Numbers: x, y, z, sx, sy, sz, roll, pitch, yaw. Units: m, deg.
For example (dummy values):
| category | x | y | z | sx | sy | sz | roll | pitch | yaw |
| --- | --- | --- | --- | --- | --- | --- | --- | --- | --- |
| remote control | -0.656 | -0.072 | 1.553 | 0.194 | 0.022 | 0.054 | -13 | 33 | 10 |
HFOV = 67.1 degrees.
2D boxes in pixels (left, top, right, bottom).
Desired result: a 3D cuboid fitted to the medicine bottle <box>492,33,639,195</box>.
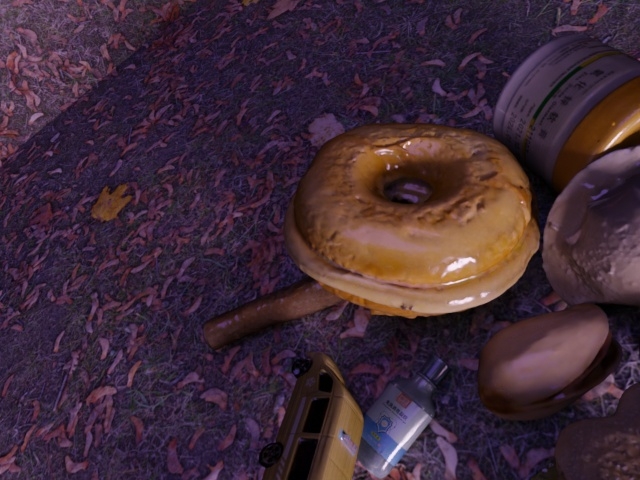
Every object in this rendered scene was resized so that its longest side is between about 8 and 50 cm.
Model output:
| category | x | y | z | sx | sy | sz | roll | pitch | yaw |
| --- | --- | --- | --- | --- | --- | --- | --- | --- | --- |
| medicine bottle | 0.458 | -0.197 | 0.824 | 0.238 | 0.238 | 0.232 | -34 | 50 | 2 |

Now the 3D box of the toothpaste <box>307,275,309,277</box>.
| category | x | y | z | sx | sy | sz | roll | pitch | yaw |
| --- | --- | --- | --- | --- | --- | --- | --- | --- | --- |
| toothpaste | 0.000 | 0.000 | 1.049 | 0.071 | 0.045 | 0.193 | -14 | 60 | 18 |

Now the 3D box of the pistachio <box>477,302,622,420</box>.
| category | x | y | z | sx | sy | sz | roll | pitch | yaw |
| --- | --- | --- | --- | --- | --- | --- | --- | --- | --- |
| pistachio | 0.328 | 0.179 | 0.705 | 0.215 | 0.144 | 0.144 | -32 | 51 | 6 |

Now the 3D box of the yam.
| category | x | y | z | sx | sy | sz | roll | pitch | yaw |
| --- | --- | --- | --- | --- | --- | --- | --- | --- | --- |
| yam | -0.082 | 0.135 | 0.974 | 0.357 | 0.081 | 0.081 | -23 | 52 | 10 |

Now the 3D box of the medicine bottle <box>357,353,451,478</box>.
| category | x | y | z | sx | sy | sz | roll | pitch | yaw |
| --- | --- | --- | --- | --- | --- | --- | --- | --- | --- |
| medicine bottle | 0.133 | 0.278 | 0.787 | 0.208 | 0.053 | 0.090 | -48 | 47 | -8 |

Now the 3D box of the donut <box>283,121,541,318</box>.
| category | x | y | z | sx | sy | sz | roll | pitch | yaw |
| --- | --- | --- | --- | --- | --- | --- | --- | --- | --- |
| donut | 0.155 | -0.049 | 0.860 | 0.449 | 0.198 | 0.448 | -5 | 47 | 5 |

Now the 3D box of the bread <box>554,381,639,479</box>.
| category | x | y | z | sx | sy | sz | roll | pitch | yaw |
| --- | --- | --- | --- | --- | --- | --- | --- | --- | --- |
| bread | 0.396 | 0.268 | 0.557 | 0.337 | 0.102 | 0.183 | -30 | 45 | -1 |

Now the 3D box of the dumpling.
| category | x | y | z | sx | sy | sz | roll | pitch | yaw |
| --- | --- | --- | --- | --- | --- | --- | --- | --- | --- |
| dumpling | 0.441 | -0.016 | 0.672 | 0.243 | 0.175 | 0.226 | -26 | 83 | 12 |

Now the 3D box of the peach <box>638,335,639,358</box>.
| category | x | y | z | sx | sy | sz | roll | pitch | yaw |
| --- | --- | --- | --- | --- | --- | --- | --- | --- | --- |
| peach | 0.510 | 0.137 | 0.618 | 0.179 | 0.179 | 0.103 | -13 | 63 | 18 |

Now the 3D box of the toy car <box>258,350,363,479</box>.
| category | x | y | z | sx | sy | sz | roll | pitch | yaw |
| --- | --- | --- | --- | --- | --- | --- | --- | --- | --- |
| toy car | 0.002 | 0.293 | 0.763 | 0.125 | 0.101 | 0.256 | -13 | 34 | 29 |

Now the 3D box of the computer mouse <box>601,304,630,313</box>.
| category | x | y | z | sx | sy | sz | roll | pitch | yaw |
| --- | --- | --- | --- | --- | --- | --- | --- | --- | --- |
| computer mouse | 0.450 | 0.060 | 0.782 | 0.079 | 0.047 | 0.135 | -44 | 62 | 2 |

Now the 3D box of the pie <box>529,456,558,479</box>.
| category | x | y | z | sx | sy | sz | roll | pitch | yaw |
| --- | --- | --- | --- | --- | --- | --- | --- | --- | --- |
| pie | 0.376 | 0.397 | 0.581 | 0.307 | 0.071 | 0.306 | -12 | 54 | 17 |
